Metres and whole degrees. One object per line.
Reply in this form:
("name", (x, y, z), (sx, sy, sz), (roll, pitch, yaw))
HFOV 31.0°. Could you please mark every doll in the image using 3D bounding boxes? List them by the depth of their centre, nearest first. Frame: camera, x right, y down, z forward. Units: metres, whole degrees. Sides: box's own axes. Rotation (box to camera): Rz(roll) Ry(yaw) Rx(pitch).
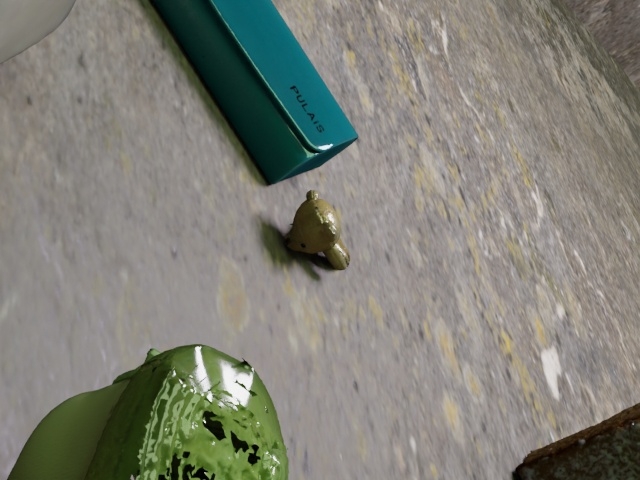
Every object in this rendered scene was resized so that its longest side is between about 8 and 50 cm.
("doll", (0.008, -0.005, 0.996), (0.093, 0.051, 0.062), (13, 42, -57))

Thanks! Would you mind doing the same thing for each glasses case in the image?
("glasses case", (-0.081, -0.199, 1.053), (0.301, 0.070, 0.117), (58, 26, 1))

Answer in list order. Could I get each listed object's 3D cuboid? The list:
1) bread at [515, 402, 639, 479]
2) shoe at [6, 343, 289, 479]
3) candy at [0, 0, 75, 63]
("bread", (0.357, 0.352, 1.066), (0.417, 0.165, 0.113), (59, 20, 8))
("shoe", (-0.089, 0.176, 0.530), (0.140, 0.128, 0.262), (29, 64, -29))
("candy", (-0.183, -0.262, 0.609), (0.208, 0.358, 0.145), (45, 44, -4))
